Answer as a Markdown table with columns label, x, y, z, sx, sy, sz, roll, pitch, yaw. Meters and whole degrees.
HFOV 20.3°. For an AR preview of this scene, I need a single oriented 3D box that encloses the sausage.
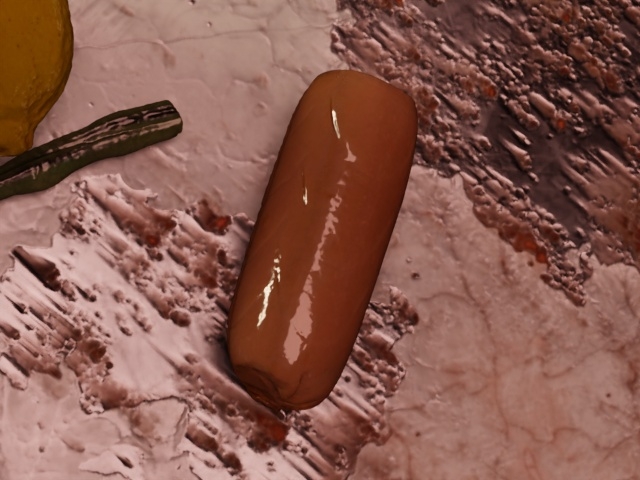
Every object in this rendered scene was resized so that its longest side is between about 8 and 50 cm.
| label | x | y | z | sx | sy | sz | roll | pitch | yaw |
| --- | --- | --- | --- | --- | --- | --- | --- | --- | --- |
| sausage | 0.000 | 0.001 | 1.576 | 0.121 | 0.121 | 0.304 | 20 | 74 | -10 |

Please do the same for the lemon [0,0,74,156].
| label | x | y | z | sx | sy | sz | roll | pitch | yaw |
| --- | --- | --- | --- | --- | --- | --- | --- | --- | --- |
| lemon | -0.310 | -0.187 | 1.493 | 0.204 | 0.204 | 0.260 | -21 | 85 | -17 |

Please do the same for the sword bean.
| label | x | y | z | sx | sy | sz | roll | pitch | yaw |
| --- | --- | --- | --- | --- | --- | --- | --- | --- | --- |
| sword bean | -0.247 | -0.059 | 1.571 | 0.269 | 0.038 | 0.043 | -26 | 61 | -18 |
